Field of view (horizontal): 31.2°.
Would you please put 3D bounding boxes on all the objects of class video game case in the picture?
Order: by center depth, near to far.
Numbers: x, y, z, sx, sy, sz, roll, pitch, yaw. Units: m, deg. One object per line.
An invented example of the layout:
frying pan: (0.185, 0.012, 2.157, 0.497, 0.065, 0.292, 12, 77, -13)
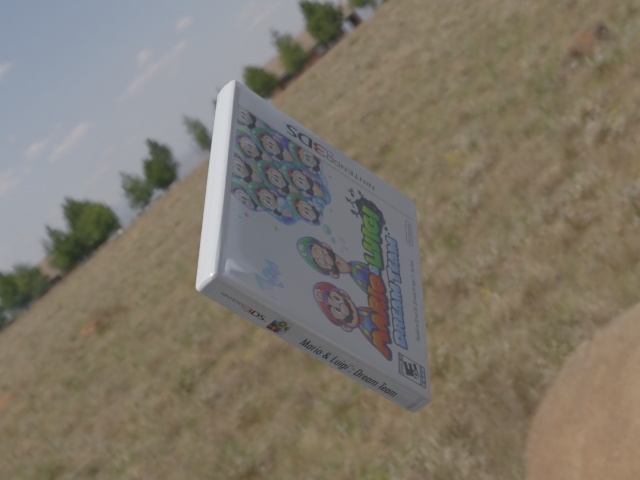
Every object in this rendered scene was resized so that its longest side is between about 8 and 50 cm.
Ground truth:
video game case: (0.000, 0.000, 0.616, 0.019, 0.143, 0.157, -40, 32, 32)
